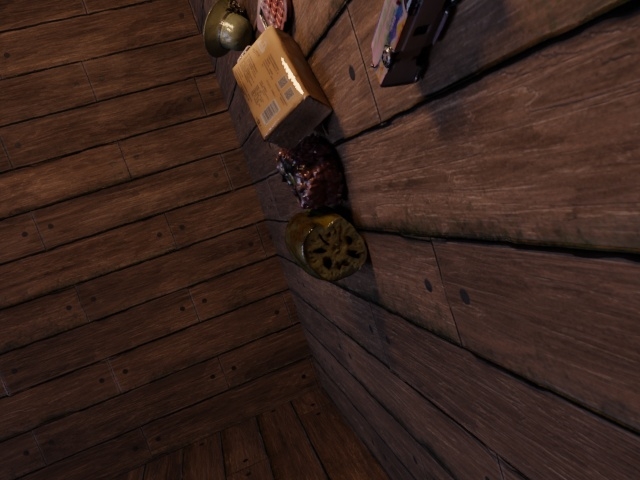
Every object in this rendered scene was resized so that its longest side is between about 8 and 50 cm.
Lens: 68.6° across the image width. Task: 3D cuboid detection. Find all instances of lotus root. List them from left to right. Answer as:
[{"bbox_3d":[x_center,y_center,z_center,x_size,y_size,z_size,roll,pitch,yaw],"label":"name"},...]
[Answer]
[{"bbox_3d":[0.000,0.000,1.657,0.346,0.251,0.250,-134,27,-67],"label":"lotus root"}]

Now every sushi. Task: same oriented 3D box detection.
[{"bbox_3d":[-0.037,-0.215,1.596,0.270,0.171,0.236,-125,21,-44],"label":"sushi"}]

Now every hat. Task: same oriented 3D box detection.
[{"bbox_3d":[-0.360,-0.872,1.969,0.130,0.257,0.257,28,154,12],"label":"hat"}]

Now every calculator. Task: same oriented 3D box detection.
[{"bbox_3d":[-0.151,-0.754,1.555,0.329,0.048,0.220,129,121,-72],"label":"calculator"}]

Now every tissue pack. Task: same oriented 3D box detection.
[{"bbox_3d":[-0.100,-0.470,1.493,0.238,0.239,0.305,100,148,-64],"label":"tissue pack"}]

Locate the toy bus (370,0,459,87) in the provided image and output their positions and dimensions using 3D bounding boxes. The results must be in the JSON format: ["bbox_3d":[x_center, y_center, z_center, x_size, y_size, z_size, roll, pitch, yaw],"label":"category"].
[{"bbox_3d":[0.153,-0.380,0.781,0.274,0.090,0.112,111,147,-68],"label":"toy bus"}]

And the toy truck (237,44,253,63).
[{"bbox_3d":[-0.207,-0.598,1.683,0.114,0.098,0.227,33,179,26],"label":"toy truck"}]

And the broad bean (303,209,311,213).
[{"bbox_3d":[-0.015,-0.048,2.016,0.318,0.056,0.098,-121,10,-56],"label":"broad bean"}]
